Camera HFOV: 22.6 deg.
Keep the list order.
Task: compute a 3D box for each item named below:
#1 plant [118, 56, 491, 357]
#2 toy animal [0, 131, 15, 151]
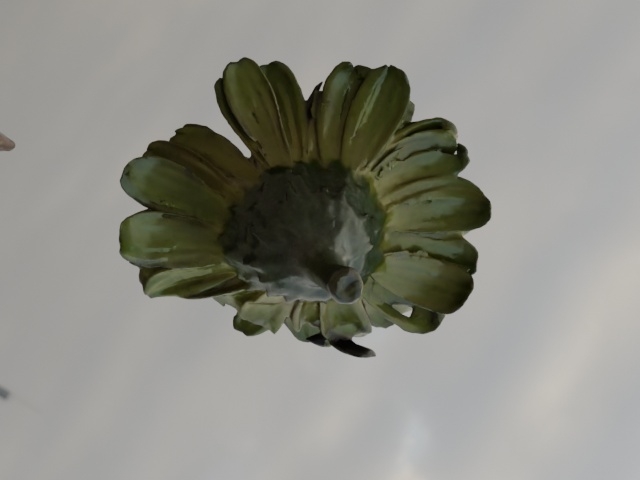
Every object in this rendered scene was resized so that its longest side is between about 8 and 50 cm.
[{"bbox_3d":[0.004,0.015,1.366,0.306,0.261,0.297,-27,-132,-4],"label":"plant"},{"bbox_3d":[-0.328,-0.028,1.105,0.185,0.184,0.104,-67,-162,-6],"label":"toy animal"}]
